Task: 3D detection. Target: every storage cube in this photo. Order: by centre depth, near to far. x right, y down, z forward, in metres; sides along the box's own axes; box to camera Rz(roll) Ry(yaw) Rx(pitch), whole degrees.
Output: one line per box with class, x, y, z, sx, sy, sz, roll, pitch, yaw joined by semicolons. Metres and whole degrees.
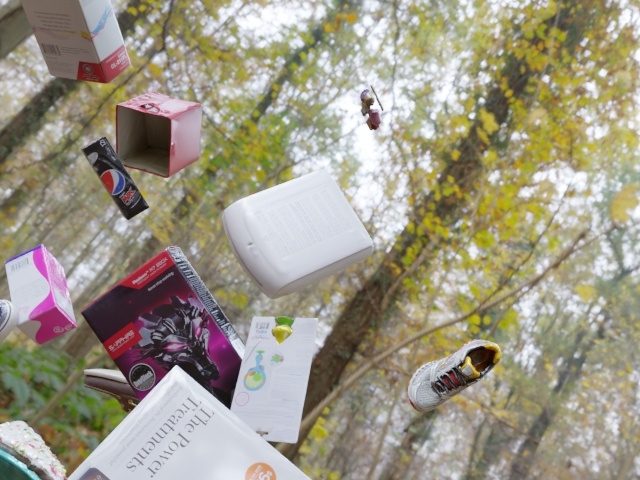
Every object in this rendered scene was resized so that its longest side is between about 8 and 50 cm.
storage cube;-0.480;-0.322;2.179;0.184;0.193;0.215;16;-63;14

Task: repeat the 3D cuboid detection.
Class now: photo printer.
photo printer;-0.062;-0.014;1.719;0.256;0.308;0.107;58;-30;14

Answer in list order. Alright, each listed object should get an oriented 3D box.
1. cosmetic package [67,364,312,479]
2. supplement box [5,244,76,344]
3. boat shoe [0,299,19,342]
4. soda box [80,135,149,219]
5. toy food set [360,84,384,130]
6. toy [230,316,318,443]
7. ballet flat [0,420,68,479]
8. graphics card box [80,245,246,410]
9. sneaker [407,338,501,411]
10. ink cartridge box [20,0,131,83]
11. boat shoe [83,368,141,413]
cosmetic package;-0.219;0.402;0.980;0.284;0.377;0.097;40;-32;4
supplement box;-0.718;0.138;1.869;0.114;0.111;0.220;70;-6;-51
boat shoe;-0.903;0.210;1.719;0.158;0.341;0.127;60;7;-57
soda box;-0.417;-0.127;1.479;0.169;0.053;0.060;61;-16;-18
toy food set;0.094;-0.244;1.392;0.122;0.019;0.078;100;-33;-74
toy;-0.081;0.258;1.354;0.137;0.237;0.056;0;-28;19
ballet flat;-0.294;0.187;0.626;0.241;0.077;0.091;-6;-73;27
graphics card box;-0.293;0.225;1.500;0.371;0.233;0.094;56;6;3
sneaker;0.276;0.272;1.505;0.088;0.225;0.093;55;-14;4
ink cartridge box;-0.399;-0.353;1.181;0.127;0.072;0.175;13;-45;23
boat shoe;-0.430;0.385;1.785;0.325;0.096;0.116;12;-5;1
